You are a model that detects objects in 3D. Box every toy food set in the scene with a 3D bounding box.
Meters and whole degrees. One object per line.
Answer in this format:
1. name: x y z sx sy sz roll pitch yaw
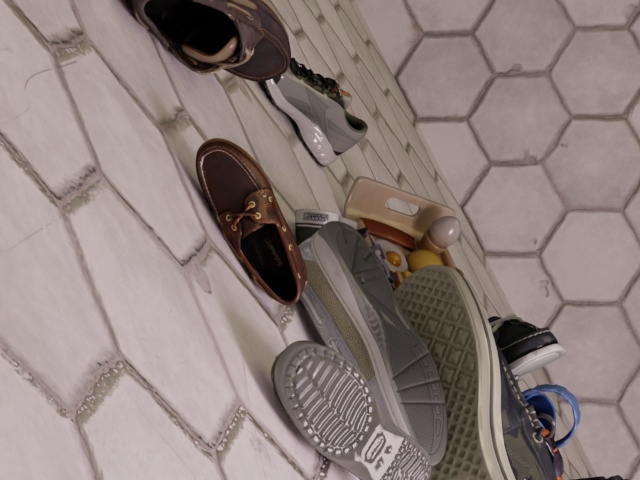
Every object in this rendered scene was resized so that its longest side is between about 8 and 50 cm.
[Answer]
1. toy food set: 0.176 0.041 2.405 0.219 0.092 0.306 18 37 -36

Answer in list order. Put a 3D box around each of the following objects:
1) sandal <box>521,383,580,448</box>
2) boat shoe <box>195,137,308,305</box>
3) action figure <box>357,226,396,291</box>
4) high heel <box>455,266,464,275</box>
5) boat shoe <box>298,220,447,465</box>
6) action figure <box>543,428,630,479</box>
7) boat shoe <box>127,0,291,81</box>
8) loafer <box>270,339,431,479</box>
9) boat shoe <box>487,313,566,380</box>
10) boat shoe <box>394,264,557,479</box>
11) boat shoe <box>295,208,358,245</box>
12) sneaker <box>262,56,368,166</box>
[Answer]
1. sandal: 0.306 0.286 2.321 0.126 0.138 0.317 58 -14 -5
2. boat shoe: -0.075 -0.020 1.708 0.207 0.073 0.073 57 10 -16
3. action figure: 0.122 0.118 2.153 0.285 0.099 0.185 50 27 -19
4. high heel: 0.168 0.133 2.499 0.082 0.117 0.244 31 30 1
5. boat shoe: 0.054 0.135 1.833 0.118 0.103 0.320 -6 66 -57
6. action figure: 0.279 0.374 2.088 0.330 0.178 0.341 55 -32 1
7. boat shoe: -0.151 -0.272 1.931 0.355 0.132 0.130 29 42 -53
8. loafer: 0.019 0.195 1.608 0.087 0.094 0.251 17 -28 52
9. boat shoe: 0.244 0.148 2.054 0.302 0.114 0.091 133 -60 -71
10. boat shoe: 0.195 0.263 1.877 0.156 0.186 0.500 22 43 -48
11. boat shoe: 0.000 0.000 2.026 0.219 0.077 0.070 18 78 -79
12. sneaker: -0.020 -0.240 2.424 0.271 0.108 0.100 50 17 -39
